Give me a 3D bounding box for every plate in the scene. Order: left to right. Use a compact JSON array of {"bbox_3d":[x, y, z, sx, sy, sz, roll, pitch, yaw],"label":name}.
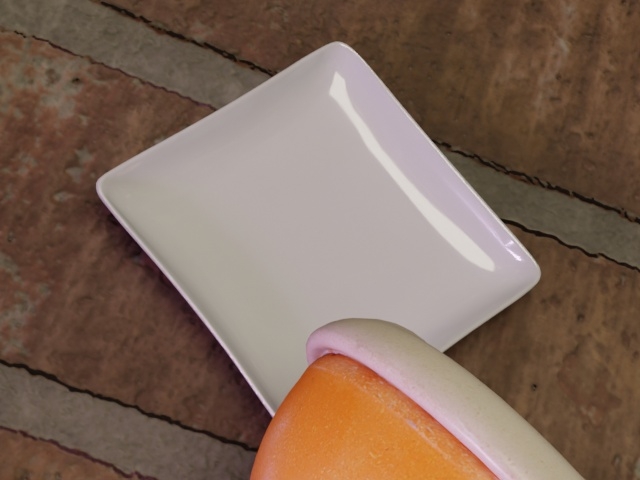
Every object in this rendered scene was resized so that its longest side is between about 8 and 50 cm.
[{"bbox_3d":[0.000,0.000,1.274,0.278,0.045,0.277,-34,78,-28],"label":"plate"}]

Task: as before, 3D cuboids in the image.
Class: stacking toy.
[{"bbox_3d":[-0.030,0.314,0.997,0.480,0.350,0.350,-41,81,-14],"label":"stacking toy"}]
